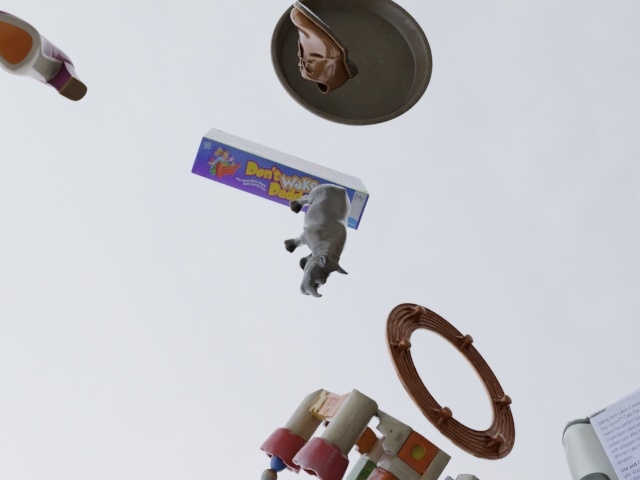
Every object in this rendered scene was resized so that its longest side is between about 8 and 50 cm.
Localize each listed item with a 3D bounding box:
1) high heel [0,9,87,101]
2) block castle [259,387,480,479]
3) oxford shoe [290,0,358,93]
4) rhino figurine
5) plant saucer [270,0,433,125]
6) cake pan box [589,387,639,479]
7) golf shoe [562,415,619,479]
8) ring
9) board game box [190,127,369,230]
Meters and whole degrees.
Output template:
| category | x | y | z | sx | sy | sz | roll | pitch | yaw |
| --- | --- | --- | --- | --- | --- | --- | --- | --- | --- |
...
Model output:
| category | x | y | z | sx | sy | sz | roll | pitch | yaw |
| --- | --- | --- | --- | --- | --- | --- | --- | --- | --- |
| high heel | -0.468 | -0.309 | 1.433 | 0.117 | 0.082 | 0.244 | 44 | -172 | 29 |
| block castle | 0.126 | 0.463 | 1.581 | 0.453 | 0.303 | 0.213 | 40 | -107 | -10 |
| oxford shoe | -0.005 | -0.285 | 1.389 | 0.076 | 0.076 | 0.212 | 48 | 180 | 28 |
| rhino figurine | 0.000 | 0.000 | 1.444 | 0.073 | 0.106 | 0.243 | 42 | -149 | -30 |
| plant saucer | 0.052 | -0.307 | 1.545 | 0.277 | 0.041 | 0.278 | 3 | -115 | -6 |
| cake pan box | 0.328 | 0.163 | 0.560 | 0.070 | 0.267 | 0.246 | -3 | -121 | -41 |
| golf shoe | 0.434 | 0.397 | 1.365 | 0.120 | 0.105 | 0.273 | 5 | -121 | -54 |
| ring | 0.247 | 0.247 | 1.669 | 0.336 | 0.032 | 0.337 | 35 | -150 | -24 |
| board game box | -0.081 | -0.132 | 1.884 | 0.347 | 0.233 | 0.078 | 19 | -80 | -6 |
